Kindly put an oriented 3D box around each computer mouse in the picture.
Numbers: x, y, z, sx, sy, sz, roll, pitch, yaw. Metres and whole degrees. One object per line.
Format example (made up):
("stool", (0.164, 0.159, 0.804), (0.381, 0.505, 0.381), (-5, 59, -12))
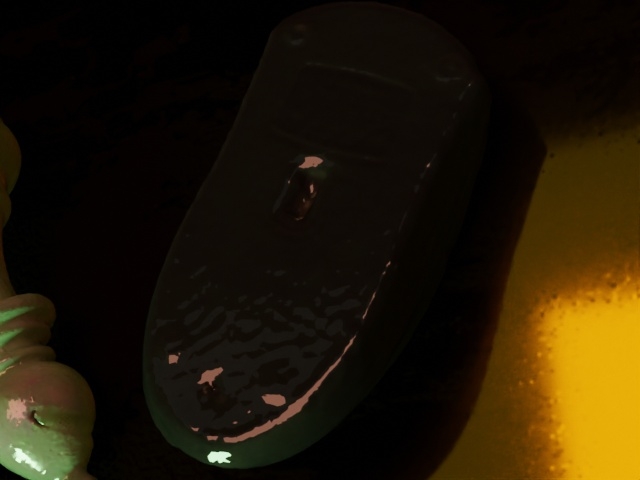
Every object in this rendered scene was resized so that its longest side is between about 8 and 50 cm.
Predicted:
("computer mouse", (0.000, 0.000, 0.662), (0.137, 0.086, 0.269), (18, 75, 23))

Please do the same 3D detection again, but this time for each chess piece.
("chess piece", (-0.207, 0.045, 0.756), (0.139, 0.139, 0.271), (-38, 72, 13))
